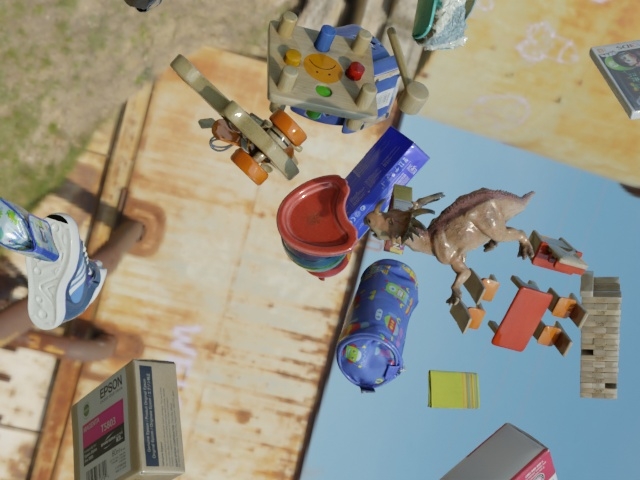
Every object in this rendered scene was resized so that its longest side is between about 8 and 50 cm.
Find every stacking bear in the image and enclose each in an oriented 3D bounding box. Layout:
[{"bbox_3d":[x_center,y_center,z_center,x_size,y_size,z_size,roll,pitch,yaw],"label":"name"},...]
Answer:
[{"bbox_3d":[0.000,0.000,1.871,0.289,0.164,0.176,75,5,-69],"label":"stacking bear"}]

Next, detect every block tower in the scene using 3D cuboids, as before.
[{"bbox_3d":[0.674,0.237,2.058,0.091,0.097,0.336,-63,148,-55],"label":"block tower"}]

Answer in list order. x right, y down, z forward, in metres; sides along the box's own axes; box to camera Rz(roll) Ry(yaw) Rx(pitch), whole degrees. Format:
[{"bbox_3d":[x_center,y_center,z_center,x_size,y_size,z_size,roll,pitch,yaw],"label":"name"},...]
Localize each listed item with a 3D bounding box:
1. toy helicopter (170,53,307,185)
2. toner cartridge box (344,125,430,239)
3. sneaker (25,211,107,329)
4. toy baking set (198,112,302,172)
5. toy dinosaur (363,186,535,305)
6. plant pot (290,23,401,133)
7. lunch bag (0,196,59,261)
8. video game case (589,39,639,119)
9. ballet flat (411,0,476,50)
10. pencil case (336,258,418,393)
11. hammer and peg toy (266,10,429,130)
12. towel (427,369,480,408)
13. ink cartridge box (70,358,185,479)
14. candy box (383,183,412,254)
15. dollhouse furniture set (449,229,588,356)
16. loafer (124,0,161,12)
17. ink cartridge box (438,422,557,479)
[{"bbox_3d":[-0.174,-0.254,1.764,0.140,0.355,0.235,-46,169,0],"label":"toy helicopter"},{"bbox_3d":[0.129,-0.137,2.307,0.348,0.075,0.165,-49,-151,6],"label":"toner cartridge box"},{"bbox_3d":[-0.631,0.052,2.167,0.236,0.130,0.323,-48,154,-66],"label":"sneaker"},{"bbox_3d":[-0.174,-0.242,2.132,0.196,0.256,0.030,-27,-140,41],"label":"toy baking set"},{"bbox_3d":[0.243,-0.033,1.458,0.200,0.295,0.127,60,0,-25],"label":"toy dinosaur"},{"bbox_3d":[0.086,-0.430,2.320,0.236,0.212,0.236,-29,145,-49],"label":"plant pot"},{"bbox_3d":[-0.625,-0.015,1.783,0.096,0.151,0.129,-51,171,-5],"label":"lunch bag"},{"bbox_3d":[0.591,-0.292,1.502,0.022,0.173,0.190,84,-5,-49],"label":"video game case"},{"bbox_3d":[0.294,-0.613,1.879,0.147,0.146,0.409,-148,-112,-81],"label":"ballet flat"},{"bbox_3d":[0.116,0.155,1.633,0.119,0.133,0.306,-62,-178,31],"label":"pencil case"},{"bbox_3d":[0.053,-0.380,1.952,0.127,0.361,0.266,118,-25,-49],"label":"hammer and peg toy"},{"bbox_3d":[0.364,0.409,2.334,0.021,0.237,0.102,-12,-107,40],"label":"towel"},{"bbox_3d":[-0.330,0.332,1.440,0.234,0.088,0.193,-37,-127,38],"label":"ink cartridge box"},{"bbox_3d":[0.191,-0.054,2.096,0.187,0.053,0.109,-74,177,-64],"label":"candy box"},{"bbox_3d":[0.445,0.122,1.791,0.135,0.261,0.259,-109,-144,-61],"label":"dollhouse furniture set"},{"bbox_3d":[-0.342,-0.482,1.640,0.078,0.080,0.220,-59,180,1],"label":"loafer"},{"bbox_3d":[0.376,0.562,1.731,0.131,0.226,0.306,24,-36,53],"label":"ink cartridge box"}]
